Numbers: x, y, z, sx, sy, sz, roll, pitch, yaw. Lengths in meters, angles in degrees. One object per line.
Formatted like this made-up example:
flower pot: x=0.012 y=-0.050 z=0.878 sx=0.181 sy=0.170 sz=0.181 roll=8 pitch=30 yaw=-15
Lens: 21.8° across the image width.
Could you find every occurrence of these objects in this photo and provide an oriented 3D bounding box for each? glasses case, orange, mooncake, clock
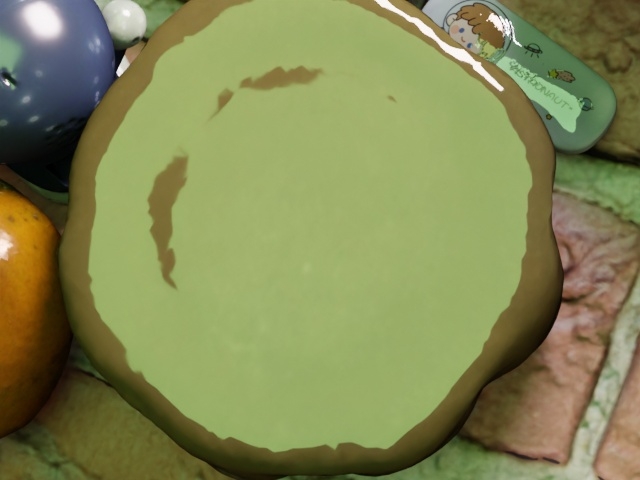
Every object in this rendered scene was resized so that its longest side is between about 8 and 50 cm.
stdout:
glasses case: x=0.154 y=-0.137 z=1.323 sx=0.178 sy=0.045 sz=0.067 roll=38 pitch=88 yaw=16
orange: x=-0.296 y=0.049 z=1.299 sx=0.240 sy=0.171 sz=0.240 roll=8 pitch=115 yaw=19
mooncake: x=0.000 y=0.000 z=1.257 sx=0.379 sy=0.201 sz=0.378 roll=-1 pitch=82 yaw=8
clock: x=-0.221 y=-0.123 z=1.295 sx=0.200 sy=0.243 sz=0.146 roll=-35 pitch=74 yaw=1
